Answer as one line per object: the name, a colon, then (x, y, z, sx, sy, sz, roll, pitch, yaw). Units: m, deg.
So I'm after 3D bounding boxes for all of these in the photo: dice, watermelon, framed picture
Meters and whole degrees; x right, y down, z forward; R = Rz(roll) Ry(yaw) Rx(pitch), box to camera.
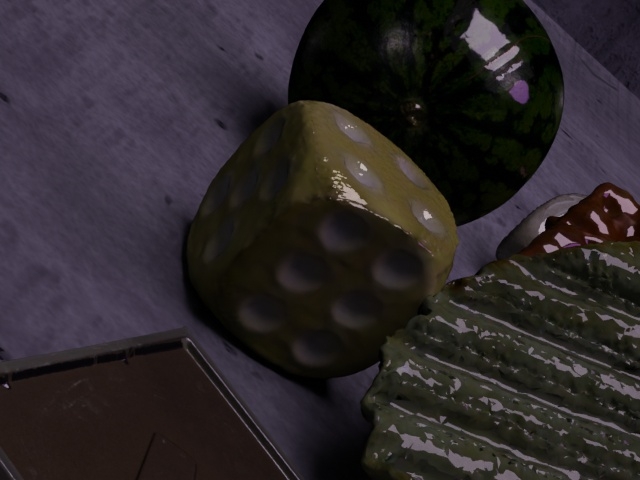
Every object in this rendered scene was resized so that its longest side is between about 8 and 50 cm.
dice: (0.000, 0.000, 1.331, 0.166, 0.169, 0.169, 33, 23, -23)
watermelon: (0.108, -0.149, 1.639, 0.285, 0.285, 0.285, 37, 22, -18)
framed picture: (-0.108, 0.154, 1.064, 0.213, 0.016, 0.289, 50, 22, 15)

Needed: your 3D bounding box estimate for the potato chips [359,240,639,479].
potato chips: (0.238, 0.153, 1.233, 0.429, 0.070, 0.358, 18, 58, -9)

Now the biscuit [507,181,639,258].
biscuit: (0.282, 0.170, 1.407, 0.395, 0.166, 0.343, 47, 42, 9)

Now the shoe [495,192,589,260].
shoe: (0.354, 0.074, 1.872, 0.342, 0.132, 0.210, 25, 25, -47)
